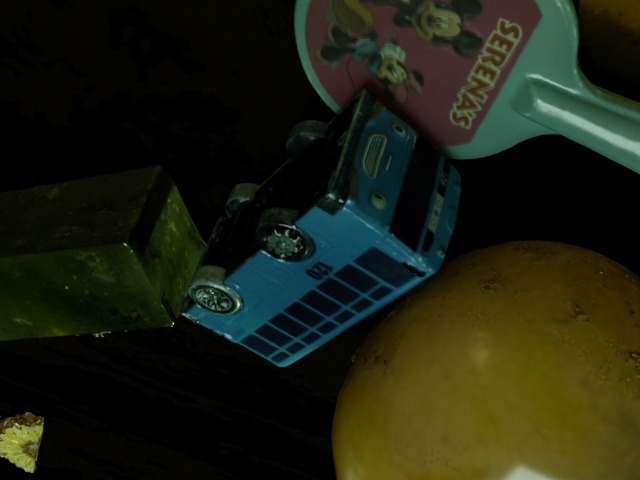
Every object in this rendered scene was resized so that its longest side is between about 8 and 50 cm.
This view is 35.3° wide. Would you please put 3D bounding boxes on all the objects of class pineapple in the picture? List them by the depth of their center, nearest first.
[{"bbox_3d":[-0.278,0.183,0.927,0.045,0.019,0.083,13,134,-6],"label":"pineapple"}]

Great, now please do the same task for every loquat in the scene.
[{"bbox_3d":[0.126,0.113,0.606,0.235,0.235,0.235,8,134,8],"label":"loquat"}]

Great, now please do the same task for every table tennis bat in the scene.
[{"bbox_3d":[0.101,-0.092,0.556,0.244,0.040,0.153,24,138,-3],"label":"table tennis bat"}]

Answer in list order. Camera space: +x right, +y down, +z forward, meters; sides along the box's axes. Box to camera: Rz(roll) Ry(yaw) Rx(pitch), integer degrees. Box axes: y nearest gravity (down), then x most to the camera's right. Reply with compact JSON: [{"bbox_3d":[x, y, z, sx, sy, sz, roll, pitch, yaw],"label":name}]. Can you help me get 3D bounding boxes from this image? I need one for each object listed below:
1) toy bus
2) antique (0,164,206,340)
[{"bbox_3d":[0.000,0.000,0.614,0.106,0.090,0.185,33,142,-17],"label":"toy bus"},{"bbox_3d":[-0.200,0.014,0.705,0.221,0.080,0.081,-6,130,22],"label":"antique"}]
